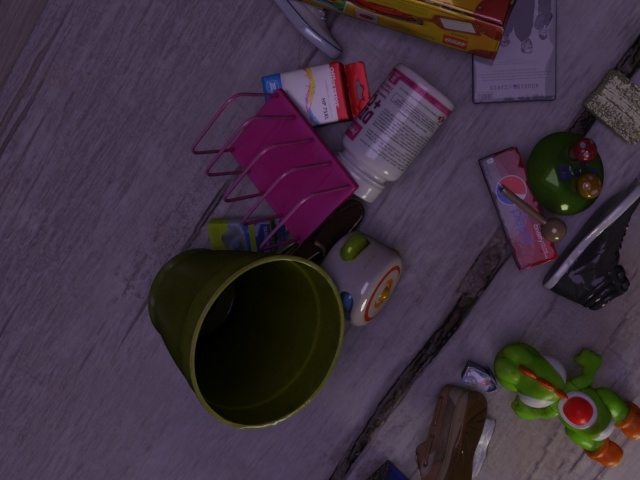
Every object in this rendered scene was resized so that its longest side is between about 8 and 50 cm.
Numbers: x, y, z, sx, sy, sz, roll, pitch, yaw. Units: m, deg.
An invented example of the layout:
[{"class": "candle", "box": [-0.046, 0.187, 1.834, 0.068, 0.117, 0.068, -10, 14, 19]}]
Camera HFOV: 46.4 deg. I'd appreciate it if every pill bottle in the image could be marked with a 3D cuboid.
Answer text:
[{"class": "pill bottle", "box": [0.149, -0.233, 1.650, 0.160, 0.160, 0.283, 38, 102, 4]}]

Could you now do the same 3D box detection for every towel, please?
[{"class": "towel", "box": [0.654, -0.287, 1.614, 0.148, 0.027, 0.110, 39, 103, 3]}]

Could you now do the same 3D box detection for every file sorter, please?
[{"class": "file sorter", "box": [-0.110, -0.152, 1.604, 0.202, 0.182, 0.290, -46, 74, 31]}]

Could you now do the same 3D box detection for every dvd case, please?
[{"class": "dvd case", "box": [0.424, -0.425, 1.640, 0.179, 0.029, 0.238, 0, 98, 11]}]

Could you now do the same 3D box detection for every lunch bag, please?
[{"class": "lunch bag", "box": [0.371, 0.316, 1.724, 0.083, 0.071, 0.053, 27, 97, 9]}]

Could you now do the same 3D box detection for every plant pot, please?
[{"class": "plant pot", "box": [-0.199, 0.167, 1.634, 0.353, 0.366, 0.366, 21, 104, 50]}]

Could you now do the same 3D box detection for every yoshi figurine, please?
[{"class": "yoshi figurine", "box": [0.531, 0.337, 1.673, 0.362, 0.203, 0.203, 35, 143, -9]}]

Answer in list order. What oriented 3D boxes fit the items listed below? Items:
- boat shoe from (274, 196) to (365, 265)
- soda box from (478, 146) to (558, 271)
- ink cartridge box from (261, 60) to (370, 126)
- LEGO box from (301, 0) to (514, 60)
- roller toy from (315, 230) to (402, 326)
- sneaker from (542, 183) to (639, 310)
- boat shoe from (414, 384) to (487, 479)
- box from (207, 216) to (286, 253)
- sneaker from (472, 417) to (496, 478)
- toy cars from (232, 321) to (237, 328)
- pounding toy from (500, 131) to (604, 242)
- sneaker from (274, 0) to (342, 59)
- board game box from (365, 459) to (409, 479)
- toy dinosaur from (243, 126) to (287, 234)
[{"class": "boat shoe", "box": [0.005, 0.005, 1.725, 0.257, 0.095, 0.095, -42, 113, 7]}, {"class": "soda box", "box": [0.437, -0.072, 1.655, 0.092, 0.083, 0.263, -20, 94, 12]}, {"class": "ink cartridge box", "box": [-0.007, -0.329, 1.711, 0.231, 0.078, 0.134, -10, 95, 12]}, {"class": "LEGO box", "box": [0.188, -0.641, 1.537, 0.500, 0.193, 0.372, 20, 87, 8]}, {"class": "roller toy", "box": [0.092, 0.089, 1.679, 0.146, 0.209, 0.191, 31, 96, 21]}, {"class": "sneaker", "box": [0.633, 0.025, 1.625, 0.147, 0.104, 0.295, 36, 108, 3]}, {"class": "boat shoe", "box": [0.280, 0.502, 1.708, 0.110, 0.122, 0.341, 8, 70, 43]}, {"class": "box", "box": [-0.174, 0.000, 1.788, 0.178, 0.042, 0.109, 0, 115, 13]}, {"class": "sneaker", "box": [0.367, 0.485, 1.761, 0.061, 0.054, 0.152, 16, 94, 18]}, {"class": "toy cars", "box": [-0.112, 0.243, 1.800, 0.394, 0.087, 0.176, -28, 92, 13]}, {"class": "pounding toy", "box": [0.525, -0.129, 1.568, 0.183, 0.110, 0.237, 46, 75, -9]}, {"class": "sneaker", "box": [-0.029, -0.524, 1.682, 0.091, 0.094, 0.258, -42, 87, 17]}, {"class": "board game box", "box": [0.138, 0.723, 1.786, 0.232, 0.141, 0.291, 44, 103, 3]}, {"class": "toy dinosaur", "box": [-0.087, -0.157, 1.758, 0.118, 0.064, 0.268, -19, 96, 30]}]
